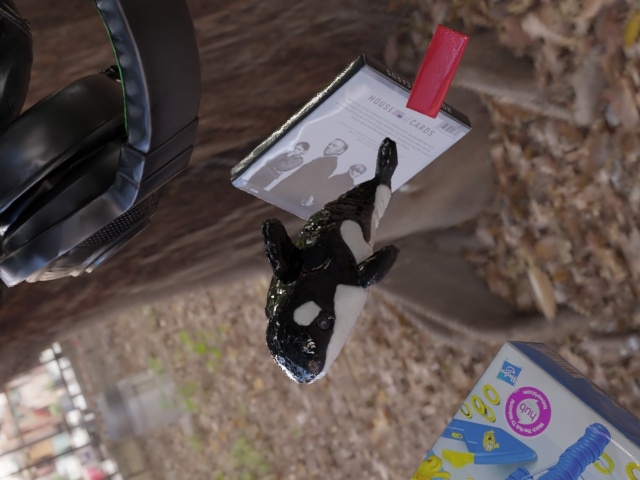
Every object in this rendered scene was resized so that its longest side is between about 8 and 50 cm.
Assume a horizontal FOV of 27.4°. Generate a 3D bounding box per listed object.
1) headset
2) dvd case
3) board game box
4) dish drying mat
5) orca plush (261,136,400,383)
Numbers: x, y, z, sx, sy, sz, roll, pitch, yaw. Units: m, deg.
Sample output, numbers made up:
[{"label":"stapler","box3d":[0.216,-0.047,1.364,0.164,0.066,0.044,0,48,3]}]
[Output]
[{"label":"headset","box3d":[-0.183,-0.083,0.803,0.243,0.185,0.394,38,136,11]},{"label":"dvd case","box3d":[0.035,-0.108,1.573,0.239,0.179,0.029,-39,42,31]},{"label":"board game box","box3d":[0.190,0.289,1.033,0.308,0.302,0.086,40,-165,29]},{"label":"dish drying mat","box3d":[0.108,-0.156,1.217,0.008,0.032,0.083,-45,-22,-72]},{"label":"orca plush","box3d":[0.000,0.000,1.224,0.102,0.287,0.151,41,146,-16]}]
